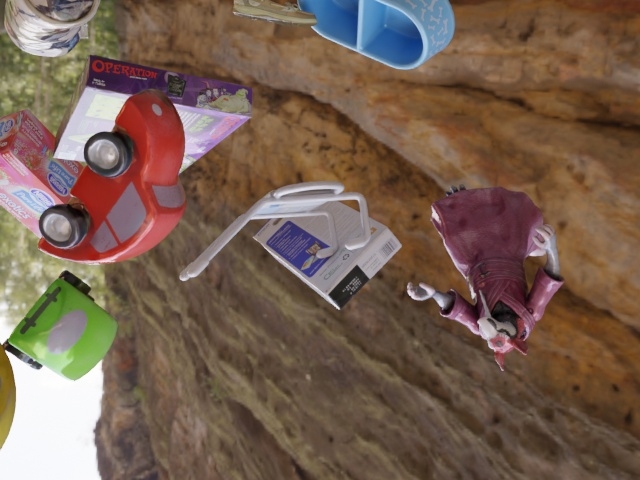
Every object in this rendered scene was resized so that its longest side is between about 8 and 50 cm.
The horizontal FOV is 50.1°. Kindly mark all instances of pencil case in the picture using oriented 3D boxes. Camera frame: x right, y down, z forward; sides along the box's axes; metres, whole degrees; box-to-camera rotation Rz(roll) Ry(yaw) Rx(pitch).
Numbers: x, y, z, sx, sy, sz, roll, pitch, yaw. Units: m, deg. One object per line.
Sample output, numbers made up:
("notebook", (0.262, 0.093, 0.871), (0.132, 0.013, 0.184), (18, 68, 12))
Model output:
("pencil case", (-0.571, -0.503, 1.465), (0.184, 0.159, 0.410), (-17, -168, -24))

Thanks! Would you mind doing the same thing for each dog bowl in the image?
("dog bowl", (0.086, -0.403, 1.209), (0.297, 0.074, 0.166), (29, 153, 17))

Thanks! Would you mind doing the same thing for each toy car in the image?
("toy car", (-0.148, 0.047, 0.392), (0.053, 0.239, 0.225), (36, 162, -3))

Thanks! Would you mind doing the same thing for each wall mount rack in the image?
("wall mount rack", (-0.090, -0.013, 1.187), (0.304, 0.130, 0.350), (-6, 176, -15))

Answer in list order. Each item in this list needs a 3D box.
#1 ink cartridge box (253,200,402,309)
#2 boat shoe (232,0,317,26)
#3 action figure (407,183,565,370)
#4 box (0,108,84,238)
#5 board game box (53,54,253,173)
("ink cartridge box", (0.000, 0.000, 1.433), (0.069, 0.176, 0.371), (49, 172, -33))
("boat shoe", (-0.079, -0.417, 1.230), (0.153, 0.048, 0.056), (10, -172, 0))
("action figure", (0.301, 0.076, 1.221), (0.248, 0.370, 0.275), (-11, 139, 16))
("box", (-0.570, -0.123, 1.379), (0.128, 0.122, 0.257), (-13, 140, 17))
("board game box", (-0.255, -0.164, 0.984), (0.208, 0.056, 0.347), (11, 168, -26))
